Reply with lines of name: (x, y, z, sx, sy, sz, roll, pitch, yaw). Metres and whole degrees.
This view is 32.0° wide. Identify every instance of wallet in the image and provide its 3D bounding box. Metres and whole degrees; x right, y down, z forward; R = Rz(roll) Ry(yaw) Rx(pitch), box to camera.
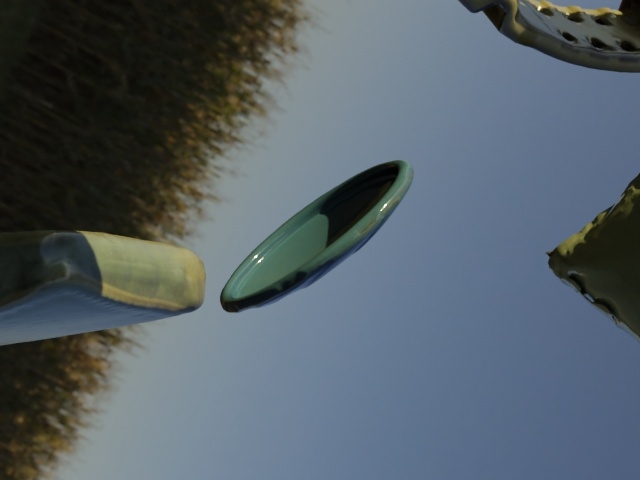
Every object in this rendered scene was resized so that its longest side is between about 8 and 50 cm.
wallet: (-0.279, 0.046, 0.742, 0.252, 0.360, 0.083, 10, 72, -77)

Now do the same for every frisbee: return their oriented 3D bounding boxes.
frisbee: (0.002, 0.004, 1.357, 0.289, 0.049, 0.289, -35, -167, 9)

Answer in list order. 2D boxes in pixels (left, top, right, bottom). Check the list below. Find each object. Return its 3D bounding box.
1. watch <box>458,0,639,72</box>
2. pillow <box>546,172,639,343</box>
watch: (0.148, -0.134, 0.406, 0.165, 0.268, 0.102, -58, -146, 27)
pillow: (0.309, -0.001, 0.585, 0.310, 0.119, 0.312, -48, -132, 10)
